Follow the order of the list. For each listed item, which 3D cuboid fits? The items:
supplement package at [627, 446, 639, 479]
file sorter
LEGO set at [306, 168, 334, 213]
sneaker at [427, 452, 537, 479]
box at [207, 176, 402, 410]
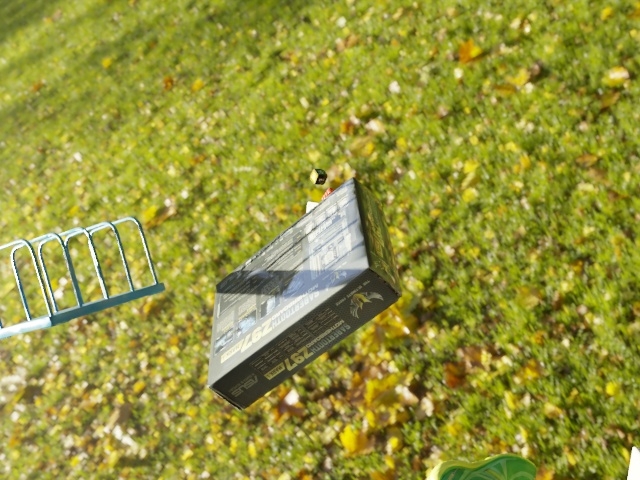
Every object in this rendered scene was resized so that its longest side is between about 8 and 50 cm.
[{"bbox_3d":[0.432,0.299,0.778,0.244,0.134,0.139,5,15,4],"label":"supplement package"},{"bbox_3d":[-0.300,0.041,0.983,0.118,0.105,0.170,-14,2,38],"label":"file sorter"},{"bbox_3d":[0.000,0.000,1.387,0.182,0.060,0.244,12,97,57],"label":"LEGO set"},{"bbox_3d":[0.389,0.580,1.909,0.124,0.295,0.109,63,143,43],"label":"sneaker"},{"bbox_3d":[-0.024,0.057,0.908,0.232,0.059,0.183,-39,27,20],"label":"box"}]
